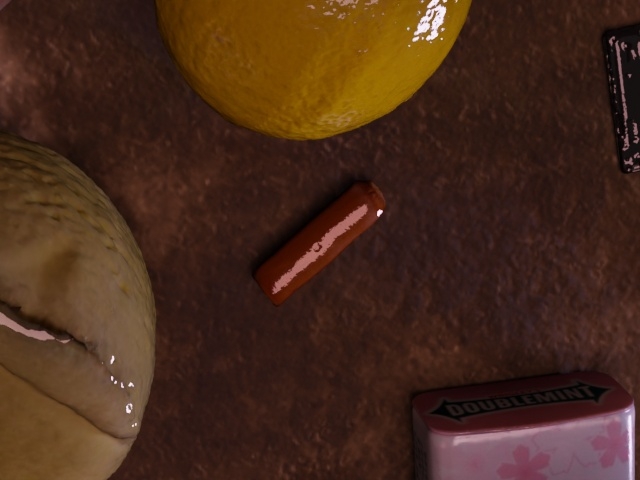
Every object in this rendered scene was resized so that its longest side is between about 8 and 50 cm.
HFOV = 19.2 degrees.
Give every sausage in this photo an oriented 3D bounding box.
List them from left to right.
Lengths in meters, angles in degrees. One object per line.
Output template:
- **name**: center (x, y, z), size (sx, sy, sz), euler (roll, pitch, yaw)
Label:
- **sausage**: center (0.000, 0.000, 1.577), size (0.131, 0.041, 0.039), euler (-42, 88, 2)

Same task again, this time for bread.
- **bread**: center (-0.280, 0.068, 1.445), size (0.321, 0.237, 0.320), euler (0, 117, -1)

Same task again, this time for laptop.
- **laptop**: center (0.334, -0.136, 1.620), size (0.180, 0.016, 0.129), euler (-14, 109, -9)

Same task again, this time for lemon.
- **lemon**: center (-0.016, -0.189, 1.423), size (0.240, 0.240, 0.219), euler (26, 128, -18)

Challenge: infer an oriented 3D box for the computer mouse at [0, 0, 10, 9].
- **computer mouse**: center (-0.260, -0.266, 1.407), size (0.389, 0.115, 0.199), euler (-45, 107, 3)

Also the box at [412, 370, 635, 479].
- **box**: center (0.183, 0.310, 1.671), size (0.190, 0.112, 0.369), euler (-7, 107, -8)
